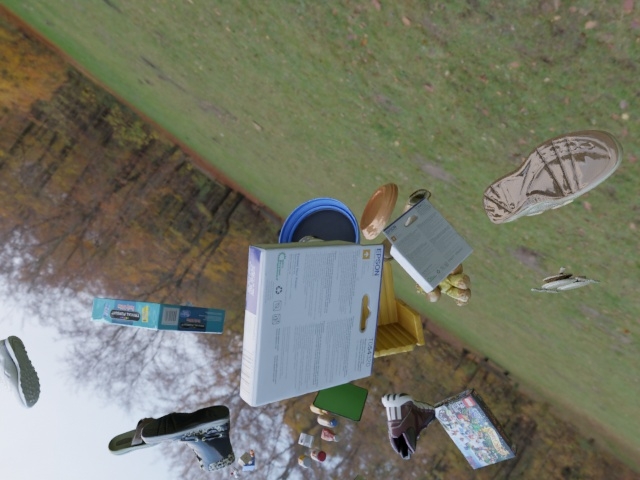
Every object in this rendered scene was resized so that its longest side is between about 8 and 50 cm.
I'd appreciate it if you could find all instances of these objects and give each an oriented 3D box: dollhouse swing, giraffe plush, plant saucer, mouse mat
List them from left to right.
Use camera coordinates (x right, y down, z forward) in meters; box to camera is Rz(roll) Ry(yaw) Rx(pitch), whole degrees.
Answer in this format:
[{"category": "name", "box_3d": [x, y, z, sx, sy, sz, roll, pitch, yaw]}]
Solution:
[{"category": "mouse mat", "box_3d": [0.067, 0.497, 1.658, 0.152, 0.007, 0.190, 16, -161, 10]}, {"category": "dollhouse swing", "box_3d": [0.206, 0.258, 2.115, 0.346, 0.305, 0.315, -6, -165, -16]}, {"category": "plant saucer", "box_3d": [0.180, -0.097, 1.676, 0.037, 0.200, 0.200, 25, 180, -14]}, {"category": "giraffe plush", "box_3d": [0.457, 0.168, 2.013, 0.210, 0.170, 0.182, -115, 11, -59]}]

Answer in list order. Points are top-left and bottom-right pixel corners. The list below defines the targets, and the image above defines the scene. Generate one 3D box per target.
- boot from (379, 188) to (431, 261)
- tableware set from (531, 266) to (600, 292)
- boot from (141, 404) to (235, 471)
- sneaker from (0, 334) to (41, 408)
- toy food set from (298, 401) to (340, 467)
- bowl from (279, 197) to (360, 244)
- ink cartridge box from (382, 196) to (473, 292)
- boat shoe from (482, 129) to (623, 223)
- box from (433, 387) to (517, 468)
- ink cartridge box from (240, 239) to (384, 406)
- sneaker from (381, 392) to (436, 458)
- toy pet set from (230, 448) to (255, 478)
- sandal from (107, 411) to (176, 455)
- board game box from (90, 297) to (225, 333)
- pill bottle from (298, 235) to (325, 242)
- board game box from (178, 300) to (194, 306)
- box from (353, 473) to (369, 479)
[{"category": "boot", "box_3d": [0.338, -0.063, 2.172, 0.089, 0.236, 0.270, 36, 142, 18]}, {"category": "tableware set", "box_3d": [0.662, 0.106, 1.423, 0.128, 0.039, 0.194, -24, 158, 39]}, {"category": "boot", "box_3d": [-0.352, 0.556, 1.429, 0.085, 0.236, 0.179, -122, 23, -65]}, {"category": "sneaker", "box_3d": [-0.947, 0.416, 1.621, 0.235, 0.094, 0.090, 64, 178, 13]}, {"category": "toy food set", "box_3d": [0.002, 0.726, 1.937, 0.111, 0.232, 0.104, 26, 160, -26]}, {"category": "bowl", "box_3d": [0.000, 0.000, 2.376, 0.391, 0.391, 0.077, 34, 180, 29]}, {"category": "ink cartridge box", "box_3d": [0.315, 0.009, 1.568, 0.224, 0.223, 0.045, 50, 149, 7]}, {"category": "boat shoe", "box_3d": [0.476, -0.129, 1.069, 0.110, 0.122, 0.341, -8, 170, -23]}, {"category": "box", "box_3d": [0.486, 0.597, 1.665, 0.233, 0.159, 0.044, 54, -144, 3]}, {"category": "ink cartridge box", "box_3d": [-0.012, 0.164, 1.137, 0.330, 0.324, 0.071, -2, -169, -40]}, {"category": "sneaker", "box_3d": [0.255, 0.545, 1.509, 0.106, 0.163, 0.281, -17, 147, 29]}, {"category": "toy pet set", "box_3d": [-0.289, 0.894, 2.095, 0.065, 0.122, 0.114, 36, 134, 18]}, {"category": "sandal", "box_3d": [-0.704, 0.754, 2.060, 0.120, 0.302, 0.086, -113, 1, -63]}, {"category": "board game box", "box_3d": [-0.510, 0.237, 1.650, 0.335, 0.079, 0.253, -2, 169, 36]}, {"category": "pill bottle", "box_3d": [-0.016, 0.047, 1.640, 0.112, 0.112, 0.186, 36, 179, -11]}, {"category": "board game box", "box_3d": [-0.521, 0.270, 1.913, 0.026, 0.103, 0.154, 46, 155, -11]}, {"category": "box", "box_3d": [0.121, 0.918, 1.710, 0.148, 0.232, 0.127, 28, -165, 19]}]
